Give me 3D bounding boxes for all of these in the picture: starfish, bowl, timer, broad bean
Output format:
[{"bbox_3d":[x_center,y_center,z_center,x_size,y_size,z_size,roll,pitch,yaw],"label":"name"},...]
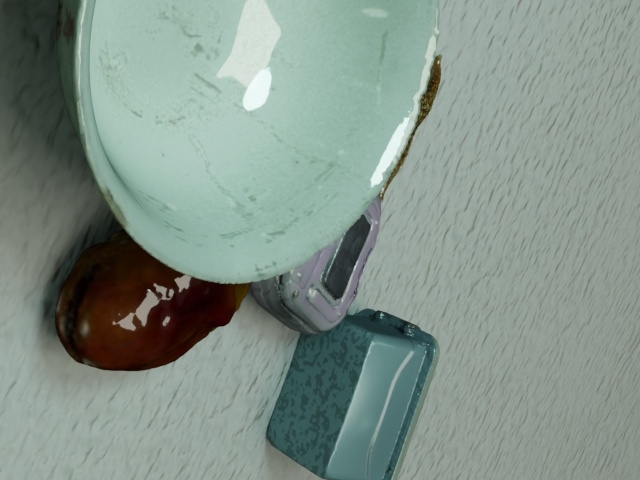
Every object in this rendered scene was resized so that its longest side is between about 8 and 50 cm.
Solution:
[{"bbox_3d":[0.107,-0.165,1.280,0.213,0.057,0.238,-25,122,-58],"label":"starfish"},{"bbox_3d":[-0.094,-0.192,0.950,0.435,0.196,0.435,-23,123,-41],"label":"bowl"},{"bbox_3d":[0.000,0.000,1.213,0.191,0.069,0.208,44,62,-57],"label":"timer"},{"bbox_3d":[-0.157,0.055,1.045,0.228,0.122,0.156,-15,112,-40],"label":"broad bean"}]

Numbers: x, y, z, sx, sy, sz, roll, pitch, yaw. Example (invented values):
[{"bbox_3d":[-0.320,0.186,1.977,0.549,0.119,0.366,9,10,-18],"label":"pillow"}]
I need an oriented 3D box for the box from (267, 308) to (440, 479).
[{"bbox_3d":[0.040,0.199,1.301,0.130,0.162,0.227,17,92,-39],"label":"box"}]
